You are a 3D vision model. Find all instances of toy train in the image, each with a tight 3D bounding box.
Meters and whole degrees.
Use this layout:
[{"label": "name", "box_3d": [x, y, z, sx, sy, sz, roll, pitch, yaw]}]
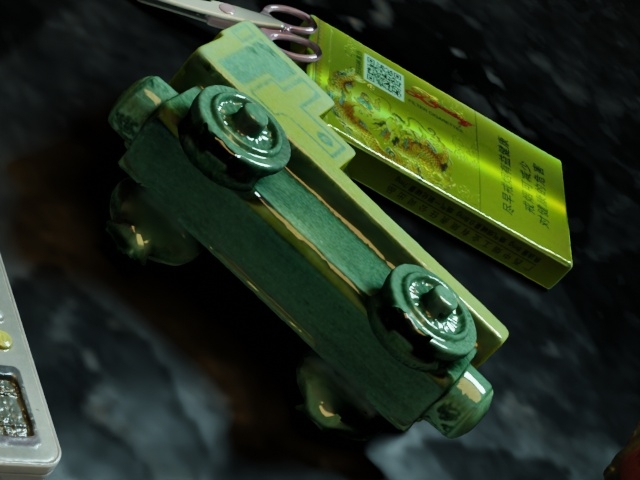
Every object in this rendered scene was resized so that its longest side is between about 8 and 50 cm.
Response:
[{"label": "toy train", "box_3d": [0.000, 0.000, 1.316, 0.369, 0.150, 0.237, 44, 26, 2]}]

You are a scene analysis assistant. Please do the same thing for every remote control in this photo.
[{"label": "remote control", "box_3d": [-0.246, 0.050, 1.094, 0.103, 0.034, 0.250, 10, 44, -39]}]

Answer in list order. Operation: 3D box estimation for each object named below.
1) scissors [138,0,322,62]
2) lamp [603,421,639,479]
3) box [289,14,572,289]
[{"label": "scissors", "box_3d": [-0.083, -0.205, 1.545, 0.176, 0.022, 0.085, 12, 40, -17]}, {"label": "lamp", "box_3d": [0.357, 0.177, 1.340, 0.177, 0.274, 0.177, 32, 31, -22]}, {"label": "box", "box_3d": [0.105, -0.086, 1.609, 0.311, 0.043, 0.173, 28, 35, -20]}]
